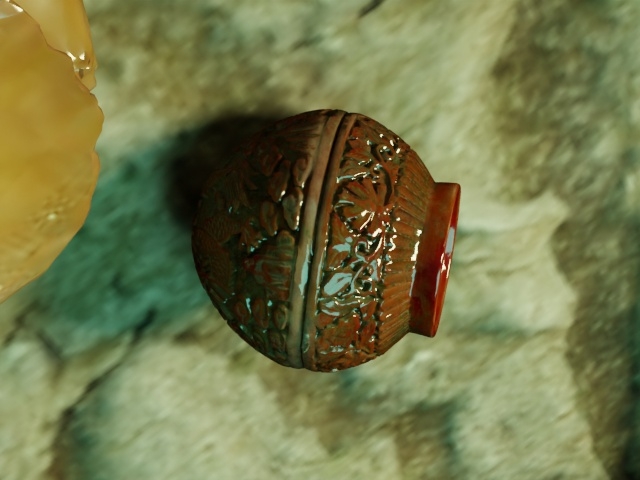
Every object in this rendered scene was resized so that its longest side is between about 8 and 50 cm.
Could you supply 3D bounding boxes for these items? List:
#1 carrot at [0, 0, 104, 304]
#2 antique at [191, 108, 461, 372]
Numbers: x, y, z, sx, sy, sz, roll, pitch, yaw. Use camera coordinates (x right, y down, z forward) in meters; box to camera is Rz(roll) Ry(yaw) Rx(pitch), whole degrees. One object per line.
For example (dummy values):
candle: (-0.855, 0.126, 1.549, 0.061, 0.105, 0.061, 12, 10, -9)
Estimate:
carrot: (-0.131, -0.096, 0.428, 0.196, 0.254, 0.196, -16, 134, -17)
antique: (0.000, 0.000, 0.701, 0.104, 0.104, 0.104, -18, 133, -20)
